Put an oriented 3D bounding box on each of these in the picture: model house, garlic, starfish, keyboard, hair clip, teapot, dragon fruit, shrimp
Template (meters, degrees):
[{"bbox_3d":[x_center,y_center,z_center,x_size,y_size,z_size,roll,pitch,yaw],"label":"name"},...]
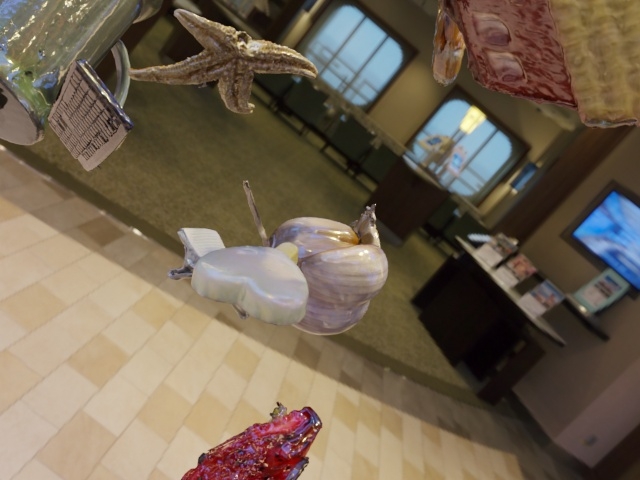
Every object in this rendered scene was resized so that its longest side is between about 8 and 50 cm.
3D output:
[{"bbox_3d":[0.235,-0.210,0.564,0.254,0.160,0.196,37,-20,51],"label":"model house"},{"bbox_3d":[0.000,0.000,1.010,0.257,0.207,0.207,63,10,-11],"label":"garlic"},{"bbox_3d":[-0.122,-0.229,0.967,0.247,0.138,0.050,13,51,-40],"label":"starfish"},{"bbox_3d":[-0.247,-0.121,0.742,0.087,0.017,0.250,56,-24,-13],"label":"keyboard"},{"bbox_3d":[-0.082,0.036,0.779,0.159,0.071,0.218,-7,21,-37],"label":"hair clip"},{"bbox_3d":[-0.388,-0.281,1.032,0.200,0.337,0.270,10,-33,34],"label":"teapot"},{"bbox_3d":[-0.072,0.253,0.822,0.192,0.122,0.092,-37,87,-37],"label":"dragon fruit"},{"bbox_3d":[0.202,-0.327,1.029,0.062,0.152,0.287,10,42,10],"label":"shrimp"}]
